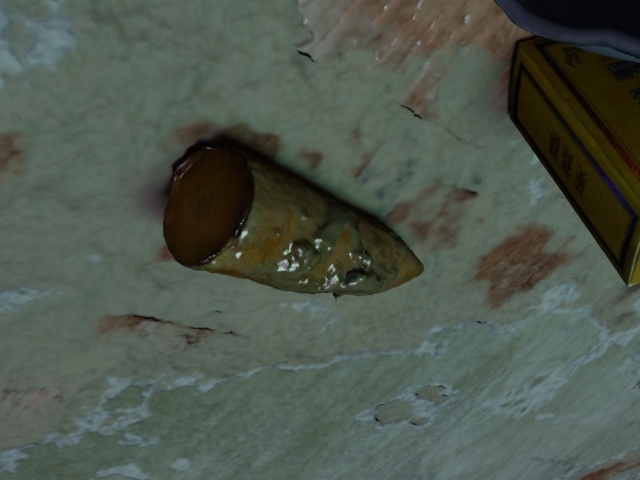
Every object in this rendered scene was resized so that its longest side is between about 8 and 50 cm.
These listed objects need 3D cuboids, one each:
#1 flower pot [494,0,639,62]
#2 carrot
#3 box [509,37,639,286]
[{"bbox_3d":[0.245,-0.201,0.492,0.243,0.265,0.265,8,133,-49],"label":"flower pot"},{"bbox_3d":[0.000,0.000,0.712,0.263,0.102,0.102,16,127,-45],"label":"carrot"},{"bbox_3d":[0.320,-0.101,0.658,0.301,0.193,0.084,-17,140,-7],"label":"box"}]
